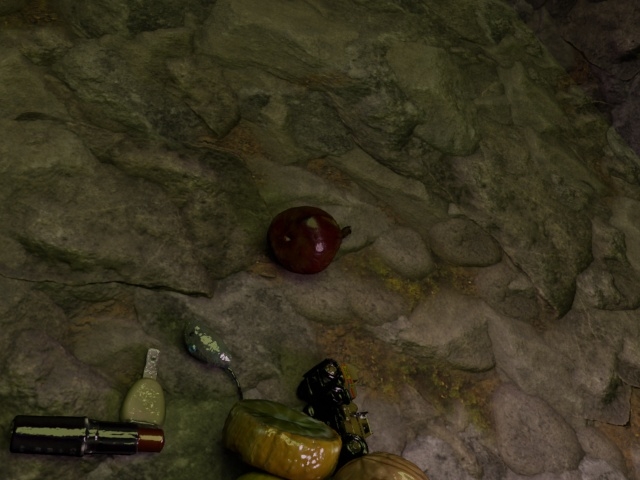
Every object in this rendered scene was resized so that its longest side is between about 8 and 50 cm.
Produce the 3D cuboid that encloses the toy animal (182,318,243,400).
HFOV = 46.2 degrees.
[{"bbox_3d":[-0.235,0.287,1.727,0.079,0.070,0.252,-34,83,-4],"label":"toy animal"}]

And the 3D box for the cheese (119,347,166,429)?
[{"bbox_3d":[-0.377,0.321,1.638,0.097,0.037,0.192,15,49,-16],"label":"cheese"}]

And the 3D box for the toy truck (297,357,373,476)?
[{"bbox_3d":[0.046,0.406,1.721,0.127,0.127,0.257,12,48,-36],"label":"toy truck"}]

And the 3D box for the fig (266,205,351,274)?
[{"bbox_3d":[-0.006,-0.031,2.017,0.191,0.190,0.290,43,49,12],"label":"fig"}]

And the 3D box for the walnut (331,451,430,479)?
[{"bbox_3d":[0.131,0.585,1.507,0.277,0.252,0.312,-18,87,-40],"label":"walnut"}]

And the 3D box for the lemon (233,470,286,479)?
[{"bbox_3d":[-0.128,0.561,1.465,0.184,0.184,0.248,29,53,-1],"label":"lemon"}]

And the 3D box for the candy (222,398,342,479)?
[{"bbox_3d":[-0.081,0.419,1.570,0.260,0.260,0.117,17,91,-12],"label":"candy"}]

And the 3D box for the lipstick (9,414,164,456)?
[{"bbox_3d":[-0.465,0.394,1.507,0.300,0.081,0.081,7,51,-19],"label":"lipstick"}]
